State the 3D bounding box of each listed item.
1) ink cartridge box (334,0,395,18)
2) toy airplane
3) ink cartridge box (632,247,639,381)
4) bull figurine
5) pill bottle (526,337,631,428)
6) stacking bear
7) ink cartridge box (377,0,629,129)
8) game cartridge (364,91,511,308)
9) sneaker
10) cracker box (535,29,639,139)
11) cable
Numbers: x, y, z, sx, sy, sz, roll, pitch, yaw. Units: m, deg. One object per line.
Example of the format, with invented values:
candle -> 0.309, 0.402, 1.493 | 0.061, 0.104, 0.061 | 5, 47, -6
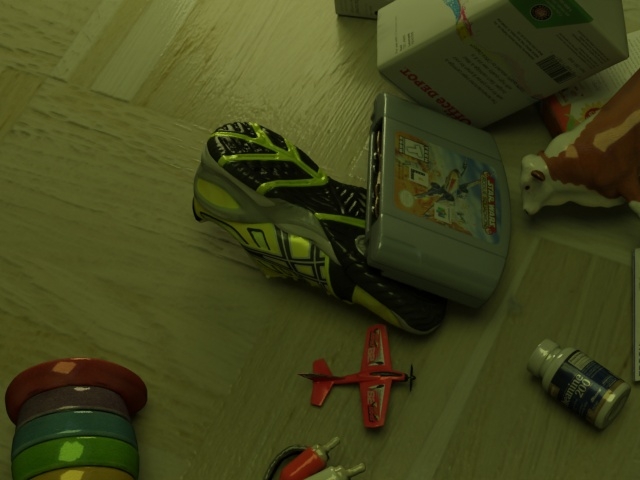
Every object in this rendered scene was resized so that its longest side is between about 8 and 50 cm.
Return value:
ink cartridge box -> 0.132, -0.403, 2.119 | 0.219, 0.160, 0.092 | 9, 60, 12
toy airplane -> 0.046, 0.178, 1.829 | 0.151, 0.028, 0.151 | -3, 56, 4
ink cartridge box -> 0.500, 0.084, 1.816 | 0.208, 0.045, 0.206 | -11, 52, 28
bull figurine -> 0.410, -0.118, 1.897 | 0.310, 0.101, 0.188 | -44, 97, -2
pill bottle -> 0.318, 0.174, 1.780 | 0.120, 0.067, 0.067 | 35, 67, 25
stacking bear -> -0.289, 0.302, 1.714 | 0.175, 0.164, 0.289 | -10, 61, 0
ink cartridge box -> 0.241, -0.279, 1.934 | 0.278, 0.201, 0.117 | -25, 48, 33
game cartridge -> 0.157, -0.056, 1.896 | 0.198, 0.062, 0.297 | 16, 48, -15
sneaker -> 0.000, 0.000, 1.897 | 0.385, 0.147, 0.145 | 38, 42, 7
cracker box -> 0.428, -0.206, 2.016 | 0.232, 0.067, 0.155 | -18, 58, -4
cable -> -0.079, 0.331, 1.717 | 0.287, 0.072, 0.139 | -27, 53, -11
